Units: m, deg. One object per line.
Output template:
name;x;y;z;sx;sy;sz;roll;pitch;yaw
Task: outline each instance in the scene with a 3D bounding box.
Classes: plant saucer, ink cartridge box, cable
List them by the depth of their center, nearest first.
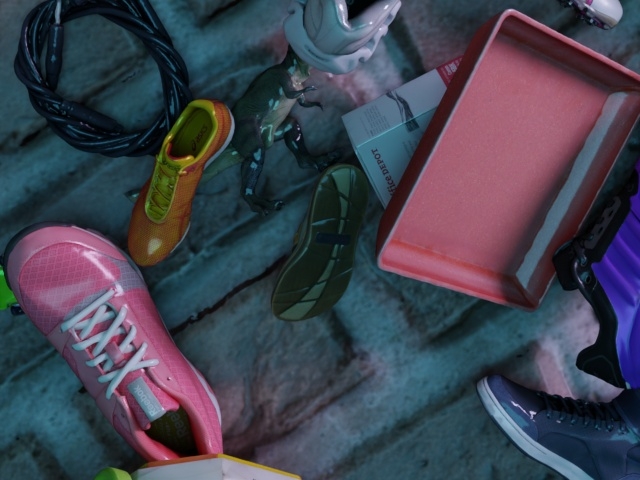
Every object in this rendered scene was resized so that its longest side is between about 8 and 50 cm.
plant saucer;0.176;-0.073;1.509;0.258;0.047;0.259;17;103;-46
cable;-0.207;-0.156;1.534;0.150;0.047;0.184;-29;99;3
ink cartridge box;0.101;-0.102;1.535;0.135;0.056;0.099;-26;135;3

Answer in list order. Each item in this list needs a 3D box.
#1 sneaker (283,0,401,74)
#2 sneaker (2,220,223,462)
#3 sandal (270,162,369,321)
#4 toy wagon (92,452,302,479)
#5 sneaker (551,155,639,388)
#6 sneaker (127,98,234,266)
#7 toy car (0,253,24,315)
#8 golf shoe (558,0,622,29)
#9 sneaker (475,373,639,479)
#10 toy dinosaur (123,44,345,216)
sneaker;0.072;-0.290;1.462;0.110;0.118;0.292;27;79;-7
sneaker;-0.179;0.110;1.516;0.116;0.136;0.314;-37;116;-3
sandal;0.000;0.000;1.573;0.072;0.049;0.180;10;114;-19
toy wagon;-0.158;0.314;1.569;0.267;0.068;0.344;22;136;-34
sneaker;0.297;0.000;1.549;0.146;0.102;0.293;3;84;17
sneaker;-0.143;-0.058;1.512;0.064;0.067;0.175;26;97;19
toy car;-0.337;0.047;1.571;0.225;0.053;0.239;-10;103;-1
golf shoe;0.232;-0.282;1.517;0.086;0.067;0.186;-43;100;5
sneaker;0.279;0.164;1.594;0.226;0.086;0.163;36;109;-18
toy dinosaur;-0.056;-0.094;1.549;0.268;0.064;0.118;-43;82;9
